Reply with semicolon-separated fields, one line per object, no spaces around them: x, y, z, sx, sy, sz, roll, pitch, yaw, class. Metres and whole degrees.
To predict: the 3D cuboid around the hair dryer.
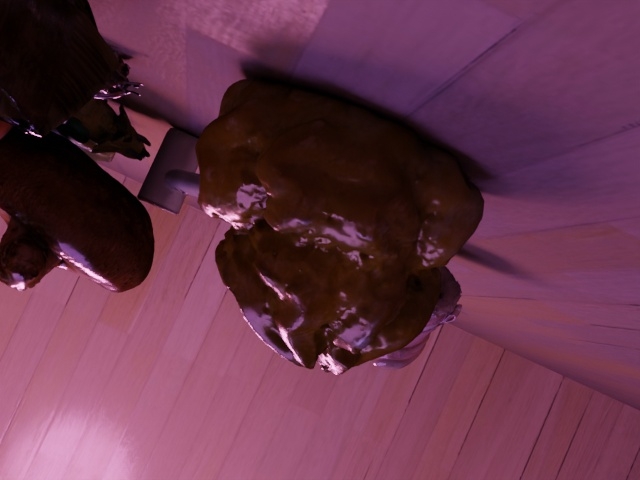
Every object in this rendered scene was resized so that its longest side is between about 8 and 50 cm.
-0.208;-0.103;1.812;0.073;0.131;0.236;24;178;-23;hair dryer

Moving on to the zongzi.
-0.343;-0.242;1.069;0.300;0.138;0.286;42;176;-27;zongzi

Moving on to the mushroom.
-0.414;-0.050;1.873;0.345;0.239;0.345;64;179;2;mushroom

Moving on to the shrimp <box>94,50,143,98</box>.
-0.281;-0.207;1.429;0.190;0.075;0.073;28;159;39;shrimp

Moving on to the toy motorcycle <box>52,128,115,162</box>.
-0.550;-0.181;2.116;0.410;0.237;0.168;27;-171;-11;toy motorcycle

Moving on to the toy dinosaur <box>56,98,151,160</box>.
-0.371;-0.204;1.845;0.153;0.094;0.259;23;168;21;toy dinosaur

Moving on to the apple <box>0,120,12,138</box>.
-0.548;-0.218;1.660;0.254;0.253;0.253;24;176;2;apple

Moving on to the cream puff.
-0.001;0.000;1.198;0.291;0.257;0.324;20;175;3;cream puff

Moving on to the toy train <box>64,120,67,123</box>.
-0.496;-0.283;1.518;0.409;0.089;0.086;27;149;-20;toy train

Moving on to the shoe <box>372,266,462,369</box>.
0.074;0.031;1.865;0.351;0.172;0.198;43;137;-5;shoe
